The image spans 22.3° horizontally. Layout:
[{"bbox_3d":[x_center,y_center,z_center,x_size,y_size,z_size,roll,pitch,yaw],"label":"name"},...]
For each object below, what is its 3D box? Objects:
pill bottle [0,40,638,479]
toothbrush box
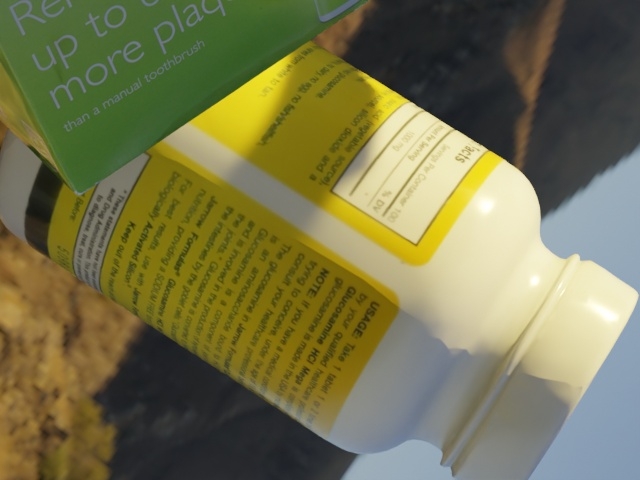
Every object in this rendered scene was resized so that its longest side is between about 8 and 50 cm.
[{"bbox_3d":[0.000,0.000,0.917,0.188,0.334,0.188,-56,173,-11],"label":"pill bottle"},{"bbox_3d":[-0.091,-0.194,0.663,0.206,0.122,0.283,-35,136,-16],"label":"toothbrush box"}]
